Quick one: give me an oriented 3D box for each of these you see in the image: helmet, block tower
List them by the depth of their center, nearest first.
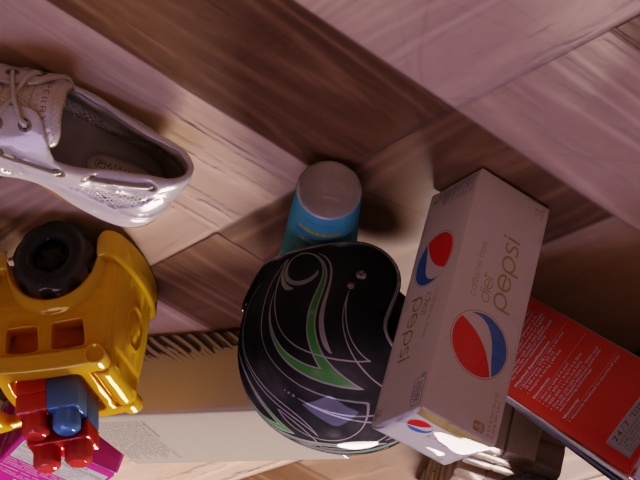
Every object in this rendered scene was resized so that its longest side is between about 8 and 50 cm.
[{"bbox_3d":[0.017,0.097,1.538,0.169,0.161,0.169,-3,160,-1],"label":"helmet"},{"bbox_3d":[0.161,0.235,1.844,0.091,0.097,0.335,18,152,-1],"label":"block tower"}]

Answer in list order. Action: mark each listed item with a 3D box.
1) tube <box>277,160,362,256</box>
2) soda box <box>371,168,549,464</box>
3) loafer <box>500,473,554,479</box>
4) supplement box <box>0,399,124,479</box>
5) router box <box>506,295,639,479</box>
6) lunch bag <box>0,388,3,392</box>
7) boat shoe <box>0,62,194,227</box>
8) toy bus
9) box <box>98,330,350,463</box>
[{"bbox_3d":[0.000,0.000,1.577,0.080,0.052,0.207,19,157,5],"label":"tube"},{"bbox_3d":[0.110,0.058,1.437,0.074,0.216,0.069,30,149,-22],"label":"soda box"},{"bbox_3d":[0.300,0.346,1.691,0.366,0.130,0.134,28,165,-1],"label":"loafer"},{"bbox_3d":[-0.284,0.213,2.018,0.114,0.111,0.220,26,149,-15],"label":"supplement box"},{"bbox_3d":[0.289,0.180,1.545,0.335,0.082,0.301,37,178,-31],"label":"router box"},{"bbox_3d":[-0.354,0.107,1.923,0.098,0.065,0.067,34,162,-31],"label":"lunch bag"},{"bbox_3d":[-0.227,-0.098,1.477,0.277,0.098,0.096,20,152,-24],"label":"boat shoe"},{"bbox_3d":[-0.268,0.111,1.710,0.220,0.211,0.149,-7,149,12],"label":"toy bus"},{"bbox_3d":[-0.097,0.154,1.838,0.275,0.094,0.113,-5,144,34],"label":"box"}]
